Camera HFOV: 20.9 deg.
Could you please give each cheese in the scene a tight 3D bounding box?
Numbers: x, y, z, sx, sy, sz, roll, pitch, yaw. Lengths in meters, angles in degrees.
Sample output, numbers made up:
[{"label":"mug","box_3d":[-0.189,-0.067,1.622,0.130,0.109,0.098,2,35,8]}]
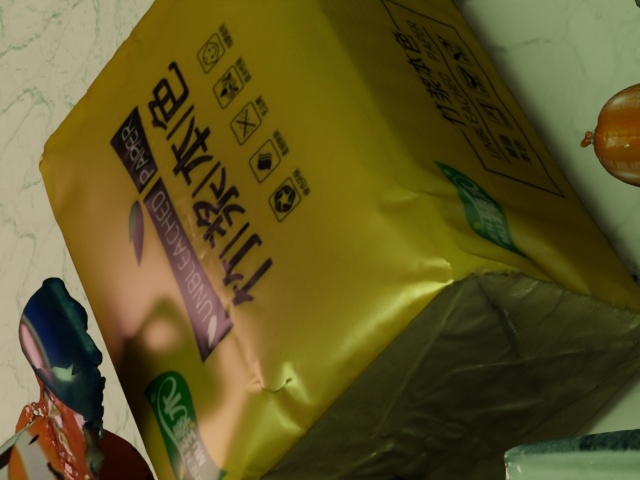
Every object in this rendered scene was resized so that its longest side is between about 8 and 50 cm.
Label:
[{"label":"cheese","box_3d":[-0.172,0.176,1.171,0.217,0.129,0.329,54,147,42]}]

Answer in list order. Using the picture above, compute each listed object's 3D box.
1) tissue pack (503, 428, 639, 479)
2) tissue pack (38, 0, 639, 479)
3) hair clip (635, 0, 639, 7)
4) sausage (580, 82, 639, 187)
[{"label":"tissue pack","box_3d":[0.237,0.144,0.822,0.185,0.257,0.081,-7,71,48]},{"label":"tissue pack","box_3d":[0.000,0.000,1.158,0.293,0.228,0.382,-49,48,26]},{"label":"hair clip","box_3d":[0.242,-0.144,0.981,0.138,0.091,0.321,-17,30,1]},{"label":"sausage","box_3d":[0.248,-0.063,1.018,0.234,0.071,0.071,2,80,49]}]
